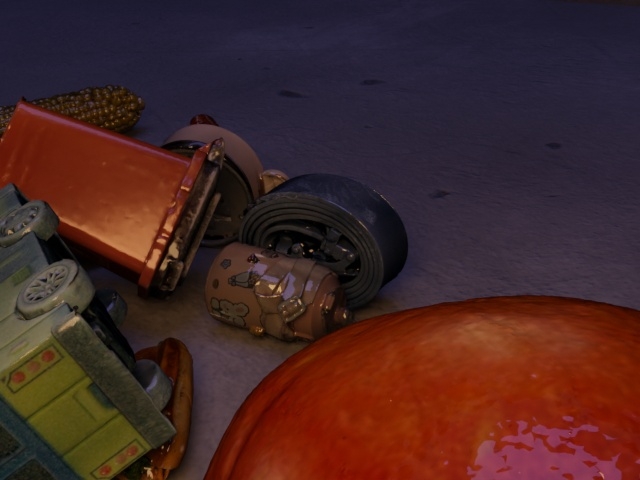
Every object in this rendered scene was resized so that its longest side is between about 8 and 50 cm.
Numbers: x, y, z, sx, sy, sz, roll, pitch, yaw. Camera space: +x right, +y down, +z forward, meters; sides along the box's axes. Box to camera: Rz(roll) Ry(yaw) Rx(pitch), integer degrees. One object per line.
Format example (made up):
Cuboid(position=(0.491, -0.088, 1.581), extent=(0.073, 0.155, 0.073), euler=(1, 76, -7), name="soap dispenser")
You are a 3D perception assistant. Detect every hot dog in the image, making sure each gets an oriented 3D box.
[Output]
Cuboid(position=(-0.144, 0.152, 0.793), extent=(0.072, 0.055, 0.188), euler=(-21, 28, 8), name="hot dog")

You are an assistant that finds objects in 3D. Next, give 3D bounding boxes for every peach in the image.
Cuboid(position=(0.076, 0.183, 0.446), extent=(0.290, 0.372, 0.372), euler=(26, 19, -18), name="peach")

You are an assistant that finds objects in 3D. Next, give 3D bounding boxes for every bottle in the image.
Cuboid(position=(-0.038, 0.059, 0.943), extent=(0.152, 0.099, 0.099), euler=(15, 30, 25), name="bottle")

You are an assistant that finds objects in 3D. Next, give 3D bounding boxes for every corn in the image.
Cuboid(position=(-0.458, -0.205, 1.535), extent=(0.320, 0.097, 0.097), euler=(-16, 29, -25), name="corn")

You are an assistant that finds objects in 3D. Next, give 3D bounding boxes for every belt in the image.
Cuboid(position=(0.000, 0.000, 1.005), extent=(0.190, 0.141, 0.082), euler=(9, 26, 29), name="belt")

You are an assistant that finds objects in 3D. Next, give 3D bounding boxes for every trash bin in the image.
Cuboid(position=(-0.235, -0.059, 0.988), extent=(0.239, 0.184, 0.161), euler=(25, -14, -7), name="trash bin")

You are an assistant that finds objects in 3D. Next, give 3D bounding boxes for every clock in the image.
Cuboid(position=(-0.149, -0.066, 1.144), extent=(0.229, 0.155, 0.063), euler=(7, 32, 15), name="clock")

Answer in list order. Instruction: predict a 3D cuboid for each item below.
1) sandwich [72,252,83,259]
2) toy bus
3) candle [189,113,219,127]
Cuboid(position=(-0.343, -0.051, 1.100), extent=(0.113, 0.163, 0.079), euler=(-17, 17, -30), name="sandwich")
Cuboid(position=(-0.264, 0.090, 0.765), extent=(0.190, 0.152, 0.312), euler=(-37, 34, -8), name="toy bus")
Cuboid(position=(-0.165, -0.147, 1.441), extent=(0.051, 0.048, 0.329), euler=(3, 21, -21), name="candle")
